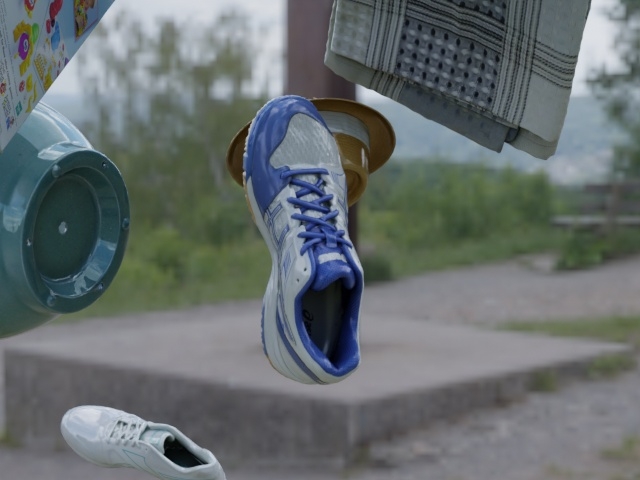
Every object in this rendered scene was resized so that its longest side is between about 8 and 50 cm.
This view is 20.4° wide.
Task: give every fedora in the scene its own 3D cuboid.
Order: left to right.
[{"bbox_3d":[-0.008,-0.080,1.990,0.194,0.079,0.194,-5,-34,-4],"label":"fedora"}]

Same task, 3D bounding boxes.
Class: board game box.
[{"bbox_3d":[-0.312,-0.224,1.657,0.142,0.144,0.275,10,40,15],"label":"board game box"}]

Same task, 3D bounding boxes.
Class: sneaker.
[{"bbox_3d":[-0.148,0.169,1.494,0.152,0.053,0.061,20,-31,11],"label":"sneaker"},{"bbox_3d":[0.000,0.000,1.791,0.112,0.296,0.131,-10,7,-23],"label":"sneaker"}]

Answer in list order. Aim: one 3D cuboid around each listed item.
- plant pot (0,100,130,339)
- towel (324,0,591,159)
[{"bbox_3d":[-0.327,-0.023,1.871,0.196,0.293,0.293,9,9,32],"label":"plant pot"},{"bbox_3d":[0.146,-0.260,1.943,0.312,0.324,0.056,25,42,21],"label":"towel"}]
